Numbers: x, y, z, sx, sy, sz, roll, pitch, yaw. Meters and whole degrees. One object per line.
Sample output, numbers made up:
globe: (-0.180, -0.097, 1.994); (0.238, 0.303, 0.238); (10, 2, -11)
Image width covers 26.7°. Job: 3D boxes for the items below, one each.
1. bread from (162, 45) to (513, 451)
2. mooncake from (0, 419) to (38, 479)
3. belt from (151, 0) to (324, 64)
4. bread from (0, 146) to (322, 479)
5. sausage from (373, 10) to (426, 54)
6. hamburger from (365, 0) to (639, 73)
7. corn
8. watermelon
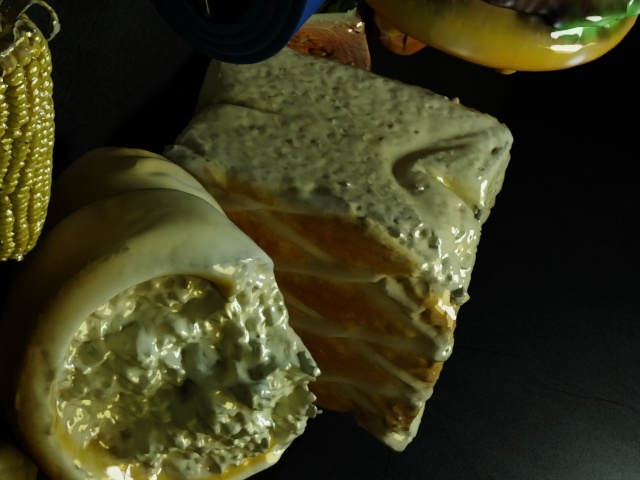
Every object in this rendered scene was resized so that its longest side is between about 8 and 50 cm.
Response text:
bread: (0.000, 0.000, 1.612); (0.371, 0.390, 0.279); (105, 11, -47)
mooncake: (-0.395, 0.291, 1.412); (0.235, 0.117, 0.235); (-55, 168, -18)
belt: (-0.069, -0.311, 1.161); (0.117, 0.212, 0.347); (-51, 157, -34)
bread: (-0.164, 0.098, 1.418); (0.424, 0.329, 0.245); (83, 3, -45)
sausage: (0.174, -0.403, 2.075); (0.258, 0.133, 0.133); (-58, 167, 0)
hamburger: (0.222, -0.372, 1.532); (0.396, 0.396, 0.277); (-49, 164, -42)
corn: (-0.273, -0.087, 1.133); (0.106, 0.106, 0.293); (-52, 168, -34)
watermelon: (-0.031, -0.245, 1.652); (0.128, 0.159, 0.303); (-28, 162, -9)
